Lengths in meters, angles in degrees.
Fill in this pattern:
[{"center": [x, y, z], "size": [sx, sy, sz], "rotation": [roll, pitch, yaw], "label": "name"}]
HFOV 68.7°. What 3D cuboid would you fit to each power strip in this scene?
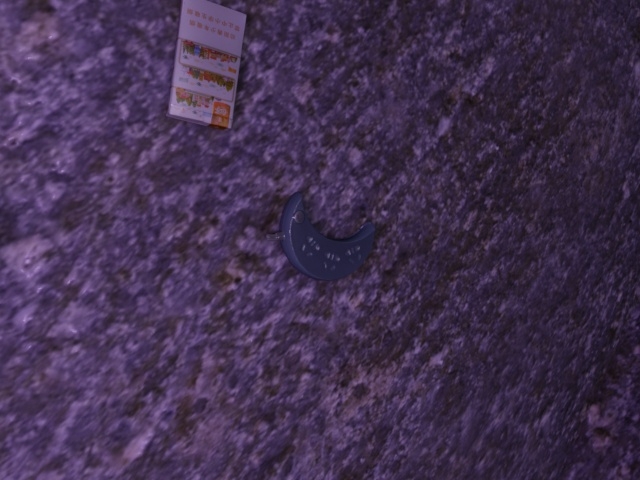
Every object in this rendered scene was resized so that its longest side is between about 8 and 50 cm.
[{"center": [0.000, 0.000, 1.011], "size": [0.253, 0.054, 0.167], "rotation": [18, 85, -31], "label": "power strip"}]

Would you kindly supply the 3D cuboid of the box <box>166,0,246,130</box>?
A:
[{"center": [-0.210, -0.327, 0.870], "size": [0.122, 0.032, 0.220], "rotation": [7, 90, -31], "label": "box"}]
